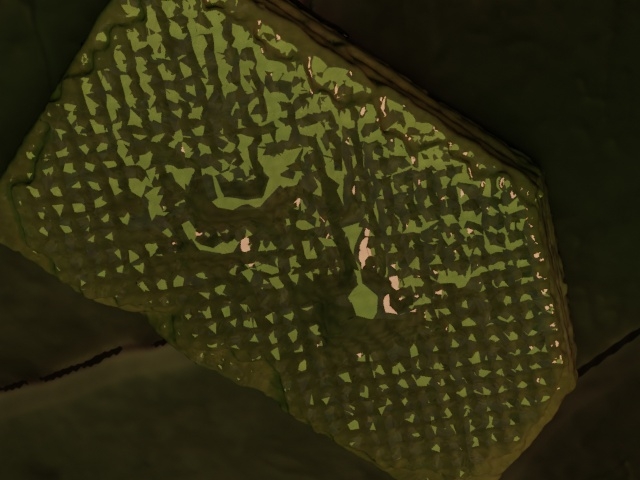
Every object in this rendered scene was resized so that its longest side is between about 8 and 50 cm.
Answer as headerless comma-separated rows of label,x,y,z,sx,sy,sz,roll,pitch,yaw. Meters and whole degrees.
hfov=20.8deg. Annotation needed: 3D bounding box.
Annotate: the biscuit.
biscuit,0.000,0.000,0.715,0.252,0.052,0.150,33,113,-12
